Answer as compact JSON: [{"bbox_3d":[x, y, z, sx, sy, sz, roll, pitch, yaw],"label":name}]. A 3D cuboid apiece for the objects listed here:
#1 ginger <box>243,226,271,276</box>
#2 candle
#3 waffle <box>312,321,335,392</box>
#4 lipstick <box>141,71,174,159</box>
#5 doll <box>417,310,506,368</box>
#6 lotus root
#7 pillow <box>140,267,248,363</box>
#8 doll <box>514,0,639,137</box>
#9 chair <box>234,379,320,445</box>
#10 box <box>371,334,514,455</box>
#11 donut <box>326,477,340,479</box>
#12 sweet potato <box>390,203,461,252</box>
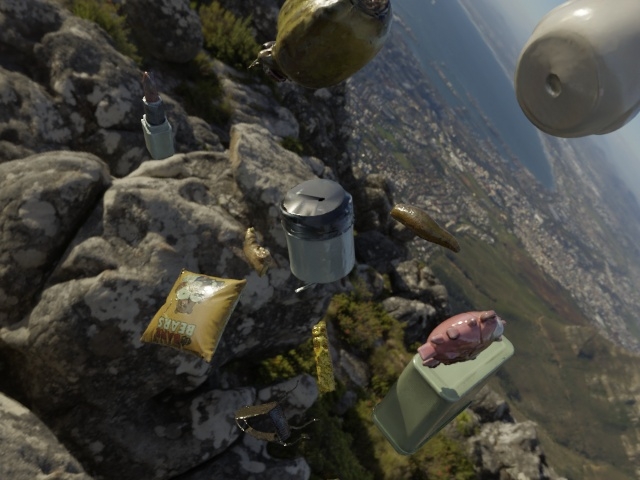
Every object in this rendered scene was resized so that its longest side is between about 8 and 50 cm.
[{"bbox_3d":[-0.285,0.054,1.885,0.074,0.137,0.213,-5,53,-49],"label":"ginger"},{"bbox_3d":[0.000,0.000,1.357,0.221,0.222,0.342,-73,161,-50],"label":"candle"},{"bbox_3d":[0.007,0.390,1.581,0.229,0.057,0.218,-97,179,-68],"label":"waffle"},{"bbox_3d":[-0.172,-0.130,0.455,0.025,0.107,0.025,-24,66,-25],"label":"lipstick"},{"bbox_3d":[0.321,0.231,1.008,0.212,0.261,0.093,2,50,-30],"label":"doll"},{"bbox_3d":[-0.004,-0.321,0.697,0.154,0.278,0.153,9,77,-40],"label":"lotus root"},{"bbox_3d":[-0.434,0.245,1.510,0.119,0.311,0.312,67,39,-51],"label":"pillow"},{"bbox_3d":[0.445,-0.278,0.694,0.220,0.221,0.251,61,-9,12],"label":"doll"},{"bbox_3d":[-0.137,0.533,1.316,0.148,0.213,0.174,67,14,4],"label":"chair"},{"bbox_3d":[0.369,0.435,1.323,0.352,0.343,0.177,-20,54,-34],"label":"box"},{"bbox_3d":[0.016,0.944,1.462,0.272,0.107,0.271,-2,90,-80],"label":"donut"},{"bbox_3d":[0.323,-0.043,1.330,0.244,0.077,0.077,35,27,26],"label":"sweet potato"}]
